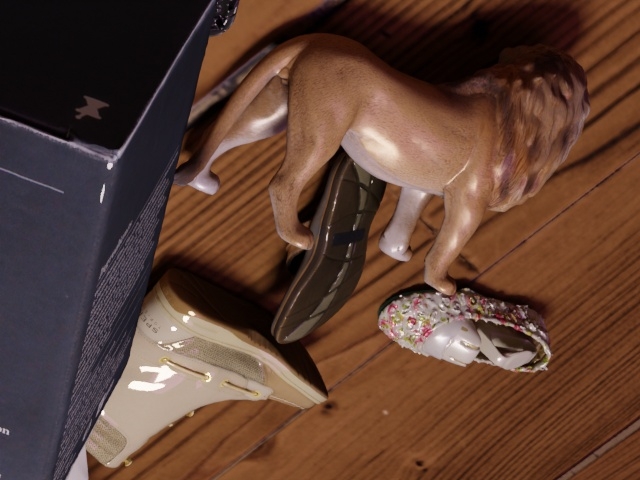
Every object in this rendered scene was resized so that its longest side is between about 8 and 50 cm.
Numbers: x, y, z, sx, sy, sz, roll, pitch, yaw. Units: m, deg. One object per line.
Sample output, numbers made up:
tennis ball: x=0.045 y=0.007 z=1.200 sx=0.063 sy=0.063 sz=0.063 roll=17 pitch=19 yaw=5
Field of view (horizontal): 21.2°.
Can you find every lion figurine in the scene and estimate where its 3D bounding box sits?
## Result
lion figurine: x=0.065 y=-0.101 z=1.531 sx=0.392 sy=0.142 sz=0.240 roll=15 pitch=105 yaw=-37

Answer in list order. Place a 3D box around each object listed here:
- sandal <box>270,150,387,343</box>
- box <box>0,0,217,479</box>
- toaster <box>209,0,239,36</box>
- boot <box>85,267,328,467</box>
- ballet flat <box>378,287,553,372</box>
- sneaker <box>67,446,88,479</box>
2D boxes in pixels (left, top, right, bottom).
sandal: x=0.000 y=0.000 z=1.671 sx=0.090 sy=0.060 sz=0.219 roll=-9 pitch=124 yaw=-44
box: x=-0.275 y=-0.021 z=1.219 sx=0.293 sy=0.212 sz=0.395 roll=21 pitch=131 yaw=2
toaster: x=-0.136 y=-0.233 z=1.266 sx=0.185 sy=0.110 sz=0.168 roll=-13 pitch=140 yaw=-22
boot: x=-0.132 y=0.151 z=1.715 sx=0.203 sy=0.095 sz=0.262 roll=-43 pitch=140 yaw=14
ballet flat: x=0.171 y=0.103 z=1.886 sx=0.241 sy=0.077 sz=0.091 roll=7 pitch=130 yaw=-38
sneaker: x=-0.304 y=0.195 z=1.563 sx=0.169 sy=0.108 sz=0.292 roll=-4 pitch=93 yaw=-26
